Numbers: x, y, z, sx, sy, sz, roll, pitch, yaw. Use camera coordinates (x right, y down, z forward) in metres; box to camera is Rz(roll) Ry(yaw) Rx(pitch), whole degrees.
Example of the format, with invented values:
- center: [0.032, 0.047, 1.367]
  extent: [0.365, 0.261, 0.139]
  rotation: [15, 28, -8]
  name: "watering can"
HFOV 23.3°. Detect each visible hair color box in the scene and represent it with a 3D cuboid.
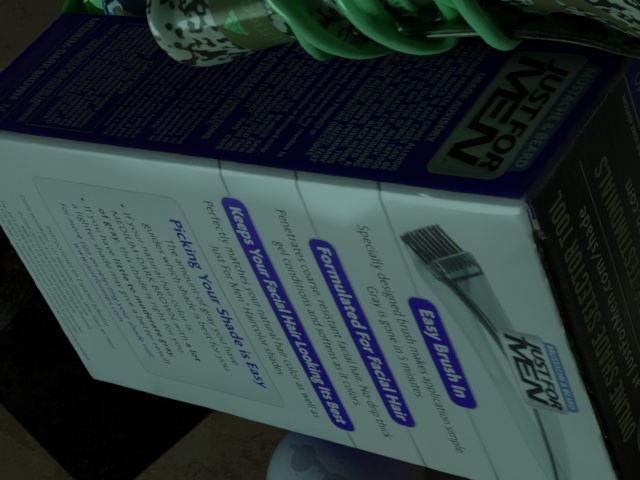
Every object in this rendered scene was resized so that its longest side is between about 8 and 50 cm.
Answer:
- center: [0.000, 0.000, 0.733]
  extent: [0.338, 0.110, 0.185]
  rotation: [11, 139, 38]
  name: "hair color box"

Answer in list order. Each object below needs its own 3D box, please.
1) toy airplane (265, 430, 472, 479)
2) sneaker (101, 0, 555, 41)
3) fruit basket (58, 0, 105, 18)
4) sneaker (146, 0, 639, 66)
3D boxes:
- center: [0.081, 0.128, 0.874]
  extent: [0.272, 0.386, 0.384]
  rotation: [17, -110, -56]
  name: "toy airplane"
- center: [0.001, -0.096, 0.800]
  extent: [0.208, 0.127, 0.319]
  rotation: [28, 172, -27]
  name: "sneaker"
- center: [-0.104, -0.077, 1.315]
  extent: [0.392, 0.283, 0.392]
  rotation: [25, -175, -2]
  name: "fruit basket"
- center: [0.027, -0.112, 0.602]
  extent: [0.158, 0.182, 0.410]
  rotation: [52, 174, -27]
  name: "sneaker"
